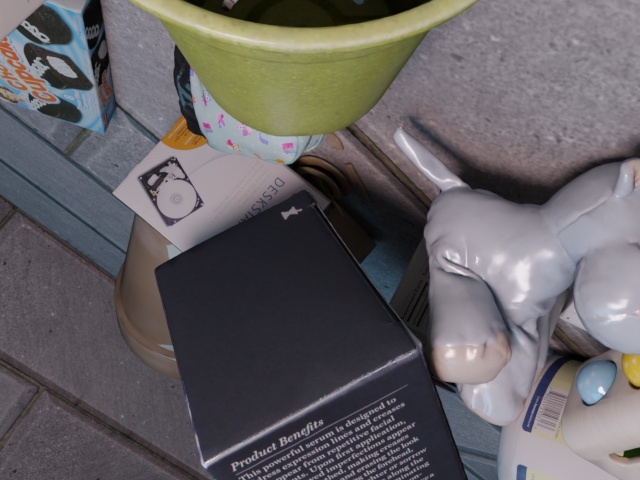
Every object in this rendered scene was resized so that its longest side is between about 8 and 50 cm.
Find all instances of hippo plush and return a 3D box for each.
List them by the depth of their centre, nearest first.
[{"bbox_3d":[0.240,0.024,0.643,0.237,0.294,0.234,-16,153,28],"label":"hippo plush"}]

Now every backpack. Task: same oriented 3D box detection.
[{"bbox_3d":[-0.068,-0.157,0.715,0.182,0.115,0.152,17,142,20],"label":"backpack"}]

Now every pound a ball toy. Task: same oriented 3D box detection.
[{"bbox_3d":[0.350,0.163,0.594,0.136,0.208,0.319,32,151,2],"label":"pound a ball toy"}]

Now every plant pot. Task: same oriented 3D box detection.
[{"bbox_3d":[-0.016,-0.195,0.437,0.276,0.276,0.254,30,168,4],"label":"plant pot"},{"bbox_3d":[0.000,0.000,0.989,0.109,0.109,0.096,6,135,46],"label":"plant pot"},{"bbox_3d":[-0.194,0.026,1.082,0.323,0.323,0.280,26,139,15],"label":"plant pot"}]

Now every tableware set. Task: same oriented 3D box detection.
[{"bbox_3d":[-0.024,-0.109,0.867,0.128,0.039,0.194,14,152,36],"label":"tableware set"}]

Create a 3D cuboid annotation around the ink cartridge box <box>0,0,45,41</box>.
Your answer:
[{"bbox_3d":[-0.317,-0.303,0.629,0.148,0.203,0.086,22,154,21],"label":"ink cartridge box"}]

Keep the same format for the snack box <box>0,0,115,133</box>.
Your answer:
[{"bbox_3d":[-0.406,-0.278,0.924,0.187,0.060,0.322,18,159,-7],"label":"snack box"}]

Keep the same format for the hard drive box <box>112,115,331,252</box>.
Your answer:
[{"bbox_3d":[-0.130,-0.050,0.883,0.232,0.181,0.089,38,171,5],"label":"hard drive box"}]

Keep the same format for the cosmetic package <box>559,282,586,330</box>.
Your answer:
[{"bbox_3d":[0.407,0.101,0.723,0.239,0.060,0.099,26,152,11],"label":"cosmetic package"}]

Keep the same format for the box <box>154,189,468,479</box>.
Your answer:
[{"bbox_3d":[0.007,0.199,0.752,0.293,0.212,0.395,57,172,52],"label":"box"}]

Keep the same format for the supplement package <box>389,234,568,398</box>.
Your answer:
[{"bbox_3d":[0.203,0.122,0.912,0.203,0.149,0.194,25,157,14],"label":"supplement package"}]

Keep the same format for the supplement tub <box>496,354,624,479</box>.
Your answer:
[{"bbox_3d":[0.440,0.311,0.892,0.325,0.235,0.235,13,151,38],"label":"supplement tub"}]
